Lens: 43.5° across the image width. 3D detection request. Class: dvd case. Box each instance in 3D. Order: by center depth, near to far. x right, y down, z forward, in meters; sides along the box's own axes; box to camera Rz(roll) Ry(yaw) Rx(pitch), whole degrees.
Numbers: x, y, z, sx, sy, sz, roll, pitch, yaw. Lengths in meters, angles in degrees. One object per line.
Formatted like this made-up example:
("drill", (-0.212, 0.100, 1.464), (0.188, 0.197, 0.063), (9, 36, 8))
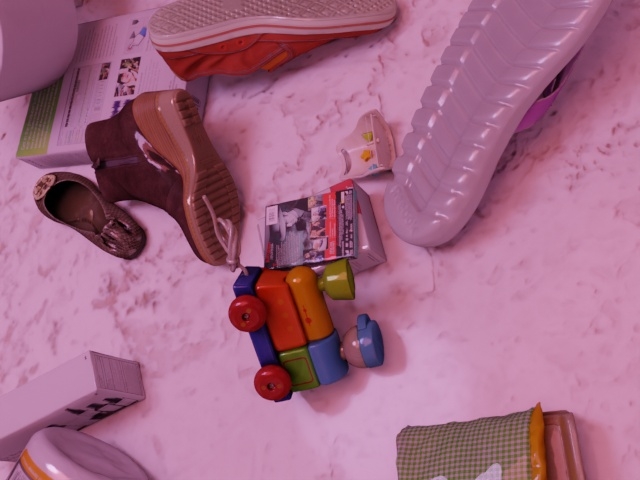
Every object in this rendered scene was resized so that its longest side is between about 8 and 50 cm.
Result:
("dvd case", (-0.012, -0.011, 0.946), (0.120, 0.013, 0.087), (-10, 67, 23))

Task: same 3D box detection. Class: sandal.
("sandal", (0.211, -0.176, 0.910), (0.416, 0.102, 0.169), (-57, 41, 15))

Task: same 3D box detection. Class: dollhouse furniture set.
("dollhouse furniture set", (0.150, 0.300, 0.731), (0.198, 0.151, 0.301), (-15, 66, 23))

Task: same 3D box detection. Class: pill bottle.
("pill bottle", (-0.337, 0.380, 0.962), (0.162, 0.162, 0.278), (28, 88, 33))

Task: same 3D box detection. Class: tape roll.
("tape roll", (-0.506, -0.321, 1.171), (0.246, 0.169, 0.246), (7, 112, 19))

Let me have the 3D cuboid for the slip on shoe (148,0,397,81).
("slip on shoe", (-0.061, -0.284, 1.083), (0.332, 0.101, 0.123), (-9, 50, 7))

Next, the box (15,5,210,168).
("box", (-0.314, -0.235, 1.236), (0.322, 0.058, 0.232), (-1, 72, 27))

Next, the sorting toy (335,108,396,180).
("sorting toy", (0.052, -0.108, 1.001), (0.075, 0.045, 0.083), (-19, 65, 30))

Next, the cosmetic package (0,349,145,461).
("cosmetic package", (-0.360, 0.226, 1.067), (0.239, 0.099, 0.060), (-28, 61, 18))

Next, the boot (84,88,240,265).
("boot", (-0.220, -0.073, 1.100), (0.207, 0.090, 0.248), (-14, 94, 41))

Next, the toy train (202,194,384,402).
("toy train", (-0.027, 0.049, 0.892), (0.143, 0.105, 0.248), (-14, 107, 11))

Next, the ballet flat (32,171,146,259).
("ballet flat", (-0.353, -0.045, 1.184), (0.250, 0.058, 0.084), (31, 88, 33))

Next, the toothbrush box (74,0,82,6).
("toothbrush box", (-0.508, -0.553, 1.365), (0.122, 0.206, 0.283), (-12, 68, 25))

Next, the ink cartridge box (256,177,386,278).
("ink cartridge box", (0.000, 0.000, 0.978), (0.135, 0.056, 0.099), (-23, 63, 19))
